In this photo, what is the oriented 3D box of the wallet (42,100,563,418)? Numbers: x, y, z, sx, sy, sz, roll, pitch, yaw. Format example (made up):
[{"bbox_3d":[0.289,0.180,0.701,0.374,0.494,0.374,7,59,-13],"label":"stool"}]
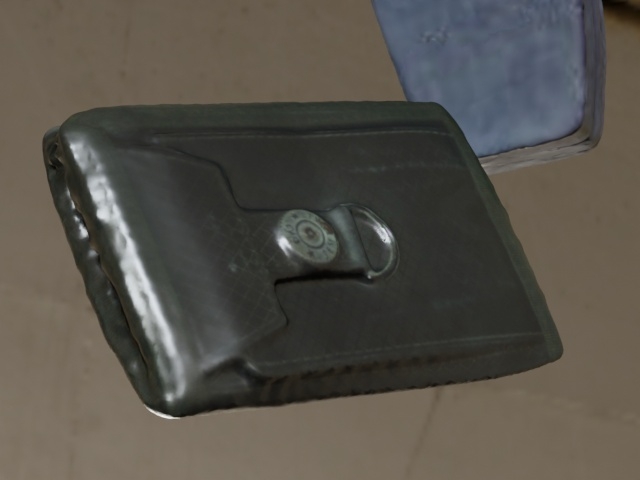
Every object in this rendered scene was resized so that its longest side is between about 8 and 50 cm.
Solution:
[{"bbox_3d":[0.000,0.000,0.870,0.245,0.168,0.052,-5,-34,-36],"label":"wallet"}]

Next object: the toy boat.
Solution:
[{"bbox_3d":[0.081,-0.176,1.023,0.127,0.078,0.283,-14,-86,21],"label":"toy boat"}]
